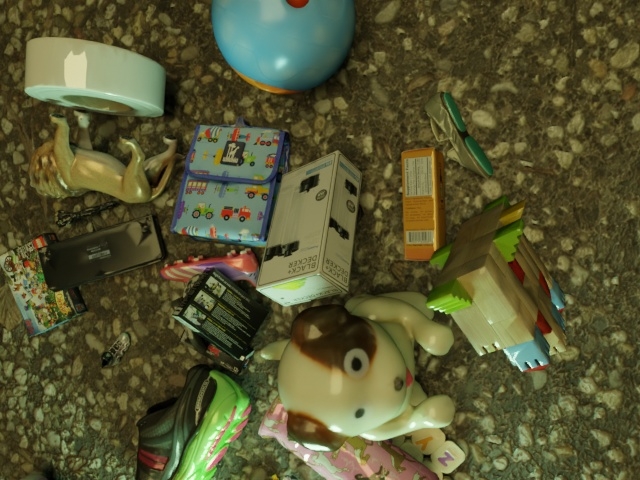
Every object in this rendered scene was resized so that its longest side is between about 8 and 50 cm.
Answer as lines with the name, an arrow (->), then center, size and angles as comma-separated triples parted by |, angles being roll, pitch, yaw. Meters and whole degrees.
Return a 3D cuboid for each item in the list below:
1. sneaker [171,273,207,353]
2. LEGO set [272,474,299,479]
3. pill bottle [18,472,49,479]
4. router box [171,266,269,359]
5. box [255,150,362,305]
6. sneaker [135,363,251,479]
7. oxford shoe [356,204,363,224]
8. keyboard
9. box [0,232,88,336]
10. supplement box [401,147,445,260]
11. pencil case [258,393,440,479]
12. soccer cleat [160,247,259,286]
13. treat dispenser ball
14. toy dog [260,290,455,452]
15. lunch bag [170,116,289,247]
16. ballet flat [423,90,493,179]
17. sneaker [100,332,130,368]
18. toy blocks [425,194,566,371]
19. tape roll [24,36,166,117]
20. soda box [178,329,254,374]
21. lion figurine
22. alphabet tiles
sneaker -> -0.278, 0.169, 1.075 | 0.089, 0.051, 0.170 | -28, 97, -9
LEGO set -> -0.161, 0.676, 1.104 | 0.132, 0.107, 0.287 | 39, 100, 8
pill bottle -> -0.682, 0.753, 1.191 | 0.302, 0.169, 0.169 | 32, 99, 9
router box -> -0.220, 0.165, 1.053 | 0.179, 0.046, 0.133 | 44, 64, -24
box -> -0.017, -0.025, 0.948 | 0.169, 0.087, 0.289 | -16, 51, 37
sneaker -> -0.355, 0.501, 1.128 | 0.202, 0.185, 0.482 | 40, 97, 26
oxford shoe -> 0.000, 0.000, 1.045 | 0.083, 0.096, 0.227 | 38, 101, 6
keyboard -> -0.562, -0.002, 1.180 | 0.317, 0.033, 0.201 | -16, 87, 3
box -> -0.736, 0.116, 1.237 | 0.159, 0.044, 0.233 | -25, 87, 12
supplement box -> 0.221, -0.075, 0.997 | 0.080, 0.078, 0.233 | 1, 92, 27
pencil case -> 0.051, 0.453, 0.994 | 0.386, 0.160, 0.167 | 30, 104, 19
soccer cleat -> -0.266, 0.080, 1.117 | 0.248, 0.083, 0.095 | -10, 95, 10
treat dispenser ball -> -0.072, -0.445, 0.941 | 0.289, 0.288, 0.287 | 1, 93, 12
toy dog -> 0.056, 0.216, 0.871 | 0.396, 0.408, 0.284 | 13, 88, 11
lunch bag -> -0.193, -0.140, 1.081 | 0.221, 0.138, 0.293 | 5, 81, 13
ballet flat -> 0.289, -0.214, 0.994 | 0.068, 0.072, 0.213 | -32, 84, 39
sneaker -> -0.527, 0.284, 1.186 | 0.038, 0.069, 0.098 | 28, 98, 9
toy blocks -> 0.352, 0.105, 0.866 | 0.191, 0.381, 0.260 | -31, 97, 35
tape roll -> -0.493, -0.353, 1.043 | 0.287, 0.286, 0.100 | 5, 93, 12
soda box -> -0.250, 0.254, 1.129 | 0.169, 0.060, 0.053 | 28, 99, 9
lion figurine -> -0.520, -0.167, 1.128 | 0.393, 0.142, 0.240 | 19, 118, 5
alphabet tiles -> 0.173, 0.514, 1.066 | 0.284, 0.021, 0.278 | 43, 102, 7
